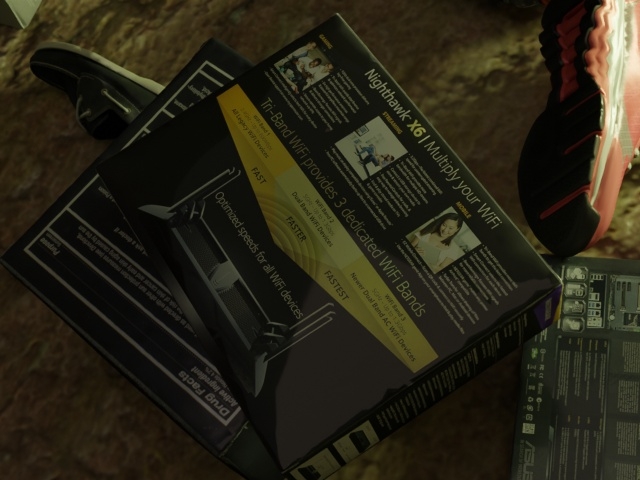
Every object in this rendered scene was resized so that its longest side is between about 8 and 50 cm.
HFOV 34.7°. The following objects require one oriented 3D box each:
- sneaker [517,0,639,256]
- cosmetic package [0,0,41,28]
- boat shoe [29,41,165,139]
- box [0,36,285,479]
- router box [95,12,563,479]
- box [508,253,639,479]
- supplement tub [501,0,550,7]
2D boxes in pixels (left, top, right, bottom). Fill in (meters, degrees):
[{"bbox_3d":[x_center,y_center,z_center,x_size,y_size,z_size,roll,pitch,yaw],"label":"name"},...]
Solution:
[{"bbox_3d":[0.284,-0.120,0.979,0.136,0.116,0.313,23,64,-19],"label":"sneaker"},{"bbox_3d":[-0.389,-0.399,1.293,0.127,0.107,0.238,15,66,20],"label":"cosmetic package"},{"bbox_3d":[-0.244,-0.155,1.148,0.233,0.084,0.079,28,73,21],"label":"boat shoe"},{"bbox_3d":[-0.077,0.022,0.964,0.296,0.182,0.294,37,76,24],"label":"box"},{"bbox_3d":[0.000,0.000,0.814,0.243,0.081,0.309,-33,64,-4],"label":"router box"},{"bbox_3d":[0.267,0.129,0.901,0.183,0.059,0.232,3,65,15],"label":"box"},{"bbox_3d":[0.189,-0.325,1.109,0.190,0.117,0.117,28,74,23],"label":"supplement tub"}]
